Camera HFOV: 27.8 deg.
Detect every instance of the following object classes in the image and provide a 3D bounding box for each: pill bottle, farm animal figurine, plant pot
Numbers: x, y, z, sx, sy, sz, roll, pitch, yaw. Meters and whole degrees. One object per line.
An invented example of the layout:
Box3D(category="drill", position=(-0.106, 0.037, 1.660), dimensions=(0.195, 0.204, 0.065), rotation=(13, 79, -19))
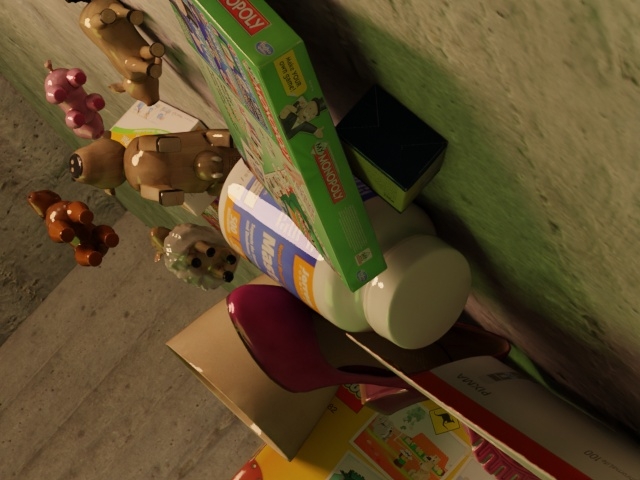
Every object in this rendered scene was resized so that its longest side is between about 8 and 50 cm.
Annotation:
Box3D(category="pill bottle", position=(0.026, 0.004, 1.360), dimensions=(0.272, 0.152, 0.152), rotation=(35, 169, 43))
Box3D(category="farm animal figurine", position=(-0.227, -0.124, 1.656), dimensions=(0.327, 0.330, 0.172), rotation=(14, -177, -28))
Box3D(category="plant pot", position=(-0.045, 0.145, 1.940), dimensions=(0.256, 0.274, 0.256), rotation=(43, 170, 9))

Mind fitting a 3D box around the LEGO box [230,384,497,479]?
Box3D(category="LEGO box", position=(0.167, 0.414, 2.022), dimensions=(0.500, 0.372, 0.193), rotation=(39, 172, 22))

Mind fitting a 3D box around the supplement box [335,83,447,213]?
Box3D(category="supplement box", position=(0.059, -0.078, 1.124), dimensions=(0.083, 0.056, 0.083), rotation=(41, 170, 10))

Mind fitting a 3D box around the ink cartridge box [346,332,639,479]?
Box3D(category="ink cartridge box", position=(0.242, 0.201, 1.368), dimensions=(0.308, 0.091, 0.385), rotation=(32, 177, 44))

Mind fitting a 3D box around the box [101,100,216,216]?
Box3D(category="box", position=(-0.227, -0.132, 1.958), dimensions=(0.114, 0.103, 0.203), rotation=(47, 170, -35))

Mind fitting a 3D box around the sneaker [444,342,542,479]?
Box3D(category="sneaker", position=(0.216, 0.204, 1.673), dimensions=(0.252, 0.103, 0.111), rotation=(53, -166, -3))

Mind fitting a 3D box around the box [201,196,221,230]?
Box3D(category="box", position=(-0.166, -0.070, 2.143), dimensions=(0.201, 0.057, 0.293), rotation=(47, 170, -29))

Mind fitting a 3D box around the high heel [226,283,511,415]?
Box3D(category="high heel", position=(0.058, 0.099, 1.463), dimensions=(0.377, 0.181, 0.127), rotation=(26, -138, -53))

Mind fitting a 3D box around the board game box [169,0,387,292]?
Box3D(category="board game box", position=(-0.045, -0.115, 1.161), dimensions=(0.213, 0.046, 0.317), rotation=(49, 169, 36))
